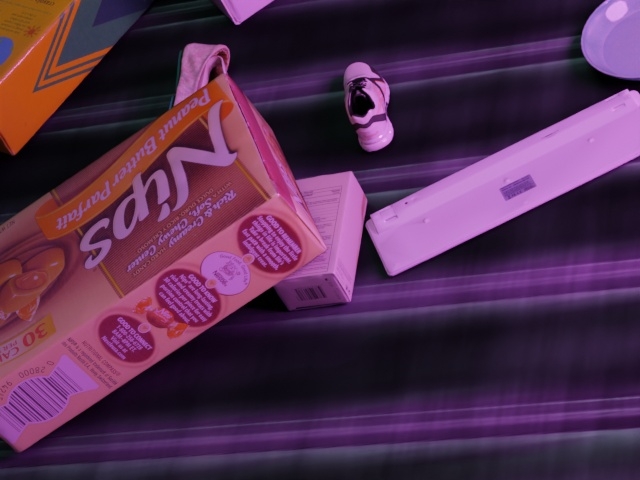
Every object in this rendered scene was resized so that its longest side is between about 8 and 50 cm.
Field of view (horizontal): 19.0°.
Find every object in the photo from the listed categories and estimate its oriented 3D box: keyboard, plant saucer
[{"bbox_3d":[0.161,-0.049,1.596,0.256,0.014,0.072,-26,48,3],"label":"keyboard"},{"bbox_3d":[0.284,-0.175,1.642,0.119,0.021,0.119,-14,44,14],"label":"plant saucer"}]

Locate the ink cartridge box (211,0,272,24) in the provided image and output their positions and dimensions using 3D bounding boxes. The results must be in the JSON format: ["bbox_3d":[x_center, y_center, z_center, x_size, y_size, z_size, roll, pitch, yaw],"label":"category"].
[{"bbox_3d":[-0.086,-0.384,1.948,0.223,0.129,0.307,-35,44,-7],"label":"ink cartridge box"}]

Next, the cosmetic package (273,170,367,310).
[{"bbox_3d":[0.000,0.000,1.609,0.060,0.041,0.115,-8,47,23],"label":"cosmetic package"}]

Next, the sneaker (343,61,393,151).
[{"bbox_3d":[0.040,-0.129,1.708,0.040,0.043,0.109,-24,42,8],"label":"sneaker"}]

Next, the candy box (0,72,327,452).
[{"bbox_3d":[-0.167,0.017,1.614,0.316,0.087,0.183,-33,42,7],"label":"candy box"}]

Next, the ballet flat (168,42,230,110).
[{"bbox_3d":[-0.112,-0.127,1.777,0.052,0.057,0.168,-5,48,10],"label":"ballet flat"}]

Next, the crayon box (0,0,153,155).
[{"bbox_3d":[-0.323,-0.206,1.938,0.202,0.081,0.318,19,60,39],"label":"crayon box"}]
